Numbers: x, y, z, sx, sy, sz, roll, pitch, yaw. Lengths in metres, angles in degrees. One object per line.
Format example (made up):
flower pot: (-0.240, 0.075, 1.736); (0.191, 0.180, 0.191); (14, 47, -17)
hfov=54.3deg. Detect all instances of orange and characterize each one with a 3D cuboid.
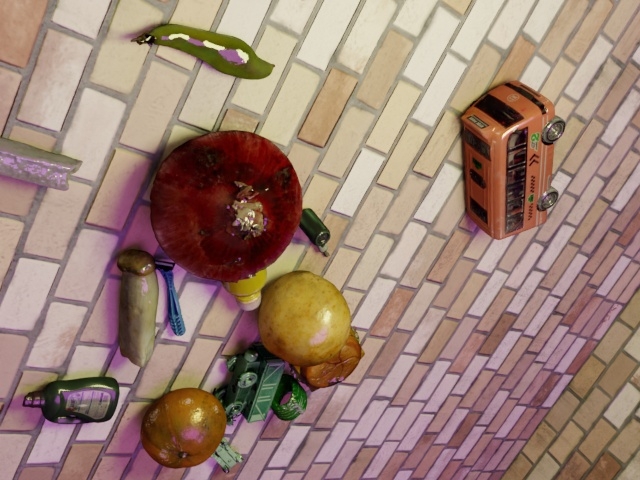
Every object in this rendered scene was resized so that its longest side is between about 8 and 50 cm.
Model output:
orange: (-0.374, 0.519, 1.711); (0.240, 0.171, 0.240); (-6, 121, -10)

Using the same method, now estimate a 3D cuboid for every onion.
onion: (-0.191, -0.074, 1.359); (0.348, 0.285, 0.347); (-4, 100, -23)

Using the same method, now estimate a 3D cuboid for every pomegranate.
pomegranate: (-0.042, 0.209, 1.675); (0.260, 0.260, 0.260); (-17, 127, -23)

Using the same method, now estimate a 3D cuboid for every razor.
razor: (-0.373, 0.143, 1.564); (0.082, 0.042, 0.253); (6, 128, 13)

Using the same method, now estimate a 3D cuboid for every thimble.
thimble: (-0.103, 0.479, 1.900); (0.118, 0.130, 0.090); (-38, 129, -13)

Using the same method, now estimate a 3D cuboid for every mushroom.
mushroom: (-0.438, 0.160, 1.499); (0.081, 0.100, 0.312); (-25, 134, -47)

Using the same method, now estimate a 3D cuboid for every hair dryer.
hair dryer: (0.000, 0.000, 1.685); (0.057, 0.100, 0.197); (-35, 147, -4)

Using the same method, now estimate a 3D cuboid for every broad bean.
broad bean: (-0.235, -0.393, 1.284); (0.325, 0.067, 0.075); (6, 86, -33)

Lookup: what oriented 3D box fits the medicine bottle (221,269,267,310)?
medicine bottle: (-0.196, 0.090, 1.589); (0.122, 0.122, 0.212); (-24, 140, -18)

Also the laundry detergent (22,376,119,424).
laundry detergent: (-0.624, 0.404, 1.553); (0.222, 0.078, 0.144); (4, 121, -35)

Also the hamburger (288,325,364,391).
hamburger: (0.013, 0.333, 1.872); (0.243, 0.138, 0.261); (-31, 131, -9)

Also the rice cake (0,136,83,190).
rice cake: (-0.647, -0.168, 1.161); (0.399, 0.070, 0.064); (14, 115, -38)

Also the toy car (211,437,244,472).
toy car: (-0.303, 0.667, 1.952); (0.073, 0.054, 0.143); (-37, 128, -8)

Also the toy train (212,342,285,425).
toy train: (-0.210, 0.413, 1.807); (0.154, 0.115, 0.269); (-3, 121, -41)

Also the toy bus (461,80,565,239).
toy bus: (0.537, -0.223, 1.798); (0.233, 0.203, 0.427); (-24, 132, -11)
